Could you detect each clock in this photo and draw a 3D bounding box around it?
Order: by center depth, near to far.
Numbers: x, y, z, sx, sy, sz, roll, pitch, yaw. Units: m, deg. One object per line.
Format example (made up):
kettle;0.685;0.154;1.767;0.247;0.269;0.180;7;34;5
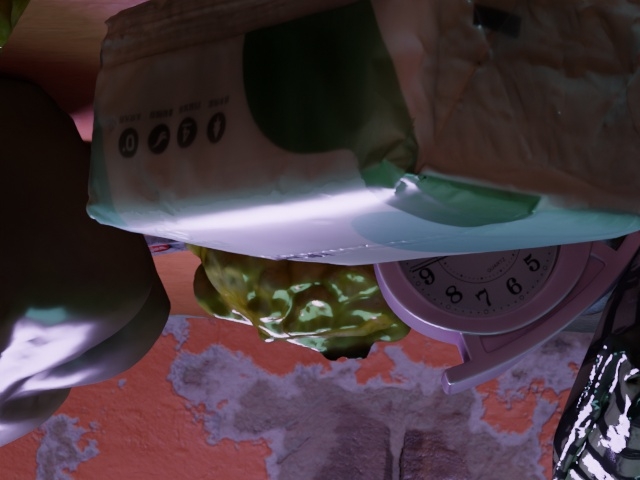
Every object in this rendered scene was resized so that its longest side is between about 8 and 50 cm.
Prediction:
clock;0.167;-0.045;1.575;0.290;0.275;0.080;-34;170;-4

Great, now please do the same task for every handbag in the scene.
handbag;0.344;0.087;1.607;0.162;0.325;0.327;25;152;10

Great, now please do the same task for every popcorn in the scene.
popcorn;0.000;0.000;1.800;0.286;0.215;0.252;3;-156;8

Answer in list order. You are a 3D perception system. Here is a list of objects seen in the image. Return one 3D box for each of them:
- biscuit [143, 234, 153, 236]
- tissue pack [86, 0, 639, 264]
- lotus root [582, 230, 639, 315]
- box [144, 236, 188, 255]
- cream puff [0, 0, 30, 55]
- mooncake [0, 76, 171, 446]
biscuit;-0.234;-0.059;1.998;0.278;0.043;0.301;9;168;3
tissue pack;0.040;-0.088;1.225;0.266;0.194;0.356;9;170;-41
lotus root;0.270;-0.004;1.823;0.158;0.140;0.322;44;171;12
box;-0.195;-0.009;2.351;0.055;0.040;0.218;8;170;-38
cream puff;-0.322;-0.137;1.065;0.281;0.185;0.282;4;175;0
mooncake;-0.377;0.061;1.612;0.467;0.262;0.467;-29;169;-6
